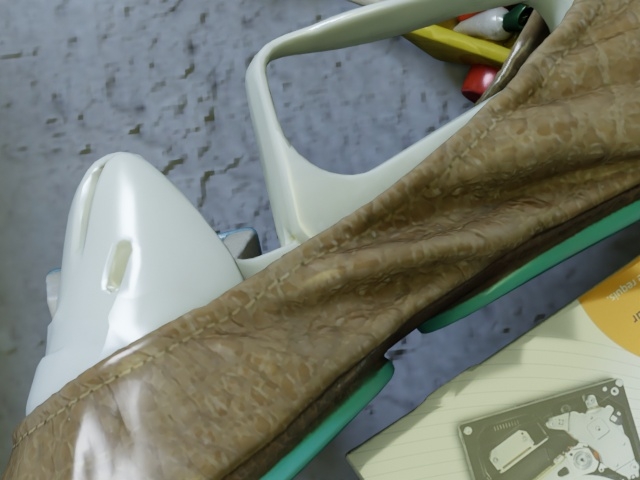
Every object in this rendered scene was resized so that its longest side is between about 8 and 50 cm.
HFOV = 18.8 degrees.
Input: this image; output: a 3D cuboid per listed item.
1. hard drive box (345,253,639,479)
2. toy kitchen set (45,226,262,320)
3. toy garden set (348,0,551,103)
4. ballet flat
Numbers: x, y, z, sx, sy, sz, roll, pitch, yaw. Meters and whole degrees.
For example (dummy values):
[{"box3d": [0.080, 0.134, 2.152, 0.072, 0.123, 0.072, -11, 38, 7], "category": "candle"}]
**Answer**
[{"box3d": [0.147, 0.120, 0.670, 0.181, 0.089, 0.232, -35, 82, -2], "category": "hard drive box"}, {"box3d": [-0.119, -0.046, 0.713, 0.166, 0.122, 0.207, -13, 102, 1], "category": "toy kitchen set"}, {"box3d": [0.023, -0.178, 0.739, 0.244, 0.049, 0.204, 22, 84, 6], "category": "toy garden set"}, {"box3d": [0.000, 0.000, 0.626, 0.342, 0.116, 0.124, -36, 90, -16], "category": "ballet flat"}]
